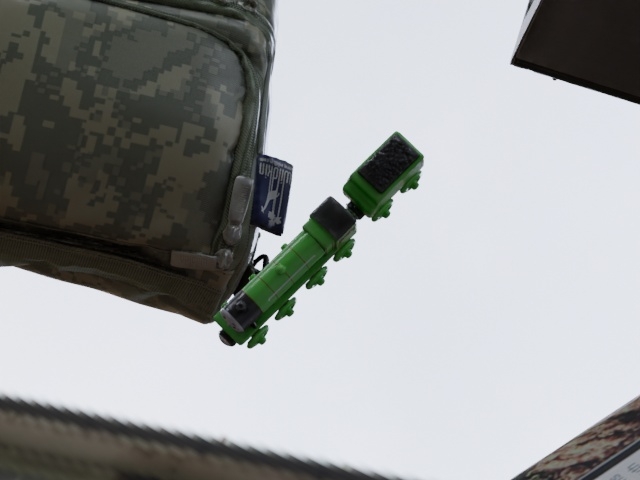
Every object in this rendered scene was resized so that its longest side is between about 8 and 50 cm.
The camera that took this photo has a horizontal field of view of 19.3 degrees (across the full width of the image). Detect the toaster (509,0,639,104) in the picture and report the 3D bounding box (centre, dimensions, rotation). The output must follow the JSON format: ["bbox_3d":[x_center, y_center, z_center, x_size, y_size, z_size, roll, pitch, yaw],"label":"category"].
[{"bbox_3d":[0.198,-0.140,0.912,0.186,0.168,0.110,18,-39,3],"label":"toaster"}]

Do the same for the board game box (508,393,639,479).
[{"bbox_3d":[0.051,0.161,0.251,0.232,0.291,0.141,27,-38,58],"label":"board game box"}]

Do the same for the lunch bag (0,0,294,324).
[{"bbox_3d":[-0.174,-0.080,1.235,0.305,0.256,0.212,12,-43,-8],"label":"lunch bag"}]

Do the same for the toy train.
[{"bbox_3d":[0.000,0.000,0.561,0.017,0.083,0.023,43,-10,11],"label":"toy train"}]
